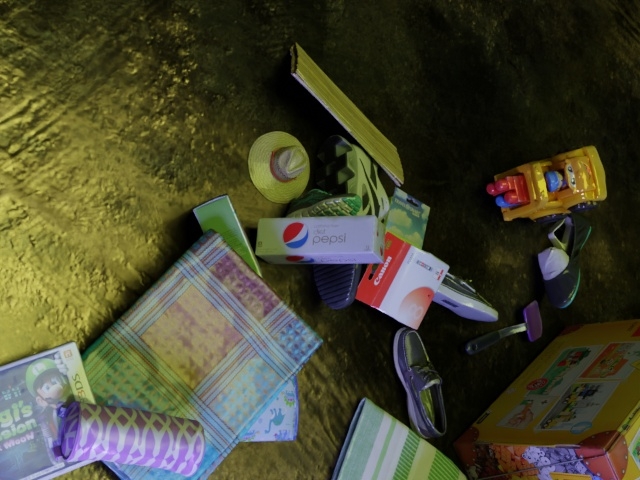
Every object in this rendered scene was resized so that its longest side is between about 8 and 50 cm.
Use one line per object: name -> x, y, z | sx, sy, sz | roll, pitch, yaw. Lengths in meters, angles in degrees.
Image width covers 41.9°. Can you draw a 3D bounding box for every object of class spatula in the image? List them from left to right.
spatula -> 0.413, 0.205, 1.854 | 0.296, 0.030, 0.084 | -14, 92, -39

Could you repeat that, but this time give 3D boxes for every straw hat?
straw hat -> -0.058, -0.143, 1.533 | 0.144, 0.061, 0.145 | 9, 76, -38

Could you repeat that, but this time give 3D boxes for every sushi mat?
sushi mat -> 0.054, -0.243, 1.622 | 0.316, 0.019, 0.151 | 43, 21, -24

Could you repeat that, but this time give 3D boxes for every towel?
towel -> -0.202, 0.201, 1.281 | 0.271, 0.040, 0.370 | 46, 73, -12
towel -> 0.150, 0.487, 1.588 | 0.325, 0.038, 0.248 | 39, 59, -25

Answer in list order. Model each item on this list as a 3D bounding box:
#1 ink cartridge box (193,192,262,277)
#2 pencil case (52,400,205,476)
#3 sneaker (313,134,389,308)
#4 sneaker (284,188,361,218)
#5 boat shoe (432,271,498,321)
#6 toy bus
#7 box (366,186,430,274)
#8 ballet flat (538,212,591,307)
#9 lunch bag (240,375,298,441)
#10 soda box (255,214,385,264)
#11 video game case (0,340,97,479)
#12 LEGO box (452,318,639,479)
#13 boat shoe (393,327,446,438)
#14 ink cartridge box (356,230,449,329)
ink cartridge box -> -0.142, 0.028, 1.394 | 0.062, 0.109, 0.209 | -23, 97, -3
pencil case -> -0.264, 0.283, 1.172 | 0.206, 0.086, 0.088 | 16, 109, -28
sneaker -> 0.073, -0.027, 1.572 | 0.146, 0.122, 0.331 | 17, 68, -37
sneaker -> 0.001, -0.066, 1.505 | 0.065, 0.166, 0.076 | 45, 42, -40
boat shoe -> 0.294, 0.109, 1.749 | 0.219, 0.077, 0.070 | 27, 66, -29
toy bus -> 0.489, -0.123, 1.868 | 0.211, 0.220, 0.150 | -4, 80, -32
box -> 0.158, -0.004, 1.686 | 0.109, 0.042, 0.178 | 28, 65, -32
ballet flat -> 0.565, 0.034, 1.979 | 0.096, 0.095, 0.280 | 39, 49, -15
lunch bag -> -0.107, 0.253, 1.392 | 0.128, 0.096, 0.151 | 8, 86, -37
soda box -> 0.000, 0.000, 1.450 | 0.074, 0.216, 0.069 | 39, 52, -65
video game case -> -0.409, 0.253, 1.166 | 0.190, 0.022, 0.173 | -19, 93, -21
LEGO box -> 0.581, 0.364, 1.736 | 0.500, 0.372, 0.193 | -33, 102, -37
boat shoe -> 0.205, 0.279, 1.646 | 0.080, 0.073, 0.224 | -9, 87, -38
ink cartridge box -> 0.159, 0.078, 1.606 | 0.179, 0.045, 0.145 | 29, 89, -47
